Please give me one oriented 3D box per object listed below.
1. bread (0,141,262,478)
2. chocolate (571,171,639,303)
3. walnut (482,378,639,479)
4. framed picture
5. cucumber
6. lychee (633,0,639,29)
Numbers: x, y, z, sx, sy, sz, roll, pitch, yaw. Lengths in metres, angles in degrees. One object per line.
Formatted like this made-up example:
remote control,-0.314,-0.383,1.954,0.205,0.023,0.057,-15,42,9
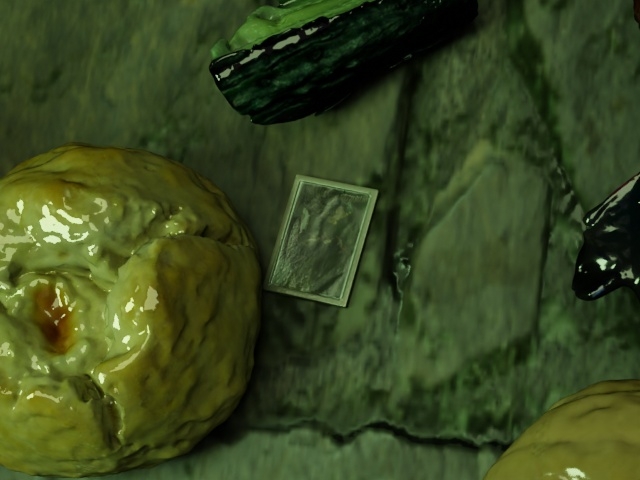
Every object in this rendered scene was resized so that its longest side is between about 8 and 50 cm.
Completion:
bread,-0.157,0.040,0.894,0.244,0.134,0.245,-2,73,8
chocolate,0.317,-0.006,0.781,0.343,0.126,0.148,-13,73,13
walnut,0.204,0.192,0.704,0.257,0.257,0.225,17,110,21
framed picture,0.000,0.000,0.938,0.066,0.007,0.089,12,76,20
cucumber,0.018,-0.147,0.944,0.193,0.115,0.086,-27,110,2
lychee,0.285,-0.171,0.821,0.194,0.194,0.195,-5,70,15
